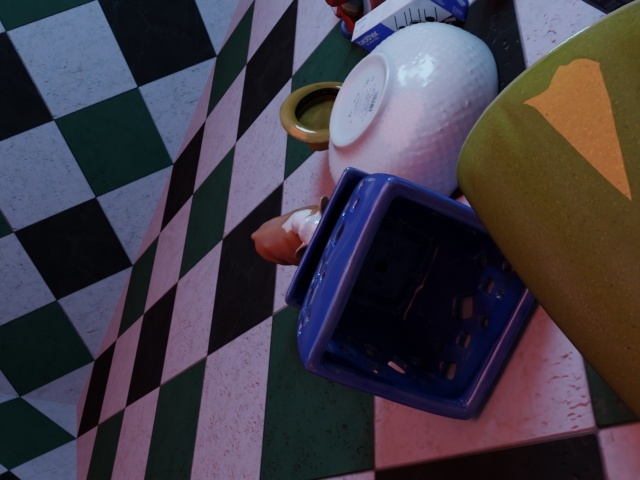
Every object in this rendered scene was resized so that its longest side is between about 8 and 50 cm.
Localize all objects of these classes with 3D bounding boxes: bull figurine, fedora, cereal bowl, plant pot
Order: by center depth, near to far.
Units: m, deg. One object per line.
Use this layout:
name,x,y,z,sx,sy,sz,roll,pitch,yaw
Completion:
plant pot,0.281,0.022,0.421,0.275,0.275,0.293,-43,55,42
plant pot,0.098,0.049,0.737,0.235,0.236,0.212,-66,21,9
cereal bowl,0.115,-0.202,0.958,0.339,0.141,0.338,-41,38,43
bull figurine,0.000,0.000,0.981,0.310,0.189,0.101,-1,73,61
fedora,0.012,-0.241,1.191,0.079,0.195,0.194,85,179,-50

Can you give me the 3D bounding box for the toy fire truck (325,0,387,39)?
toy fire truck,0.055,-0.556,1.227,0.254,0.170,0.302,94,151,-75

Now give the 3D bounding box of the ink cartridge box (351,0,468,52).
ink cartridge box,0.154,-0.391,1.052,0.207,0.097,0.046,-8,66,59

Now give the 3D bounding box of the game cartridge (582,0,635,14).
game cartridge,0.272,-0.246,0.537,0.060,0.196,0.294,-56,-6,26
